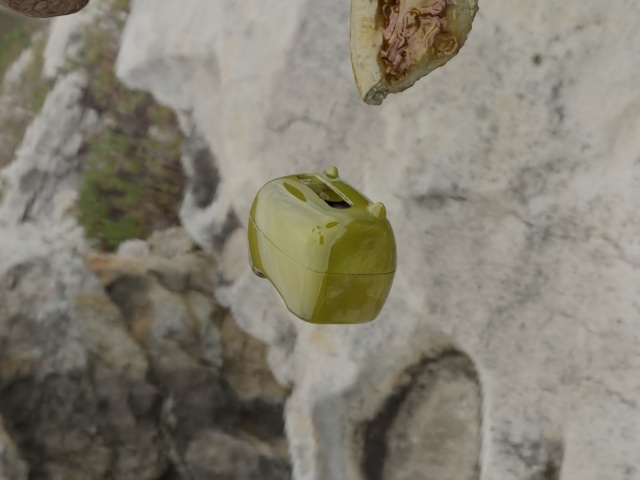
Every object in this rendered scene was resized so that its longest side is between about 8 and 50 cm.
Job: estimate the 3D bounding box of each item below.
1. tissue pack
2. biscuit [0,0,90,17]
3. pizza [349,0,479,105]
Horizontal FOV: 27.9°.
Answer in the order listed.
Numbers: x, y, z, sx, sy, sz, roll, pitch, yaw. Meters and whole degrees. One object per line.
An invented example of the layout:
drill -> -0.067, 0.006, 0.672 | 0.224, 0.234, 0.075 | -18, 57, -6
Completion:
tissue pack -> 0.000, 0.000, 1.352 | 0.178, 0.123, 0.127 | 42, 129, 55
biscuit -> -0.125, -0.317, 0.492 | 0.342, 0.166, 0.395 | -25, 74, 58
pizza -> 0.131, -0.332, 1.577 | 0.182, 0.074, 0.365 | 22, 86, 38
